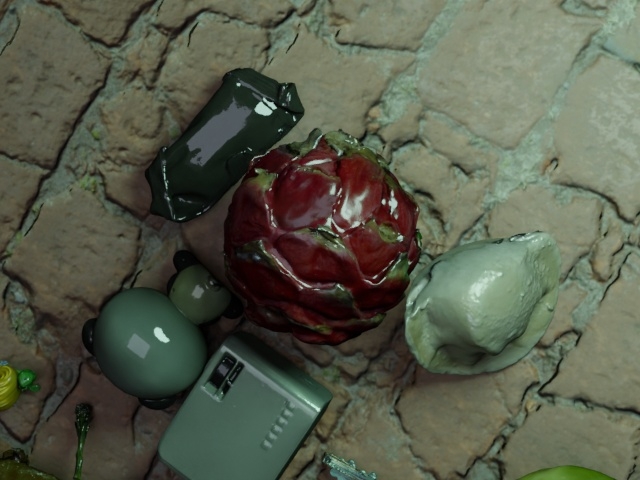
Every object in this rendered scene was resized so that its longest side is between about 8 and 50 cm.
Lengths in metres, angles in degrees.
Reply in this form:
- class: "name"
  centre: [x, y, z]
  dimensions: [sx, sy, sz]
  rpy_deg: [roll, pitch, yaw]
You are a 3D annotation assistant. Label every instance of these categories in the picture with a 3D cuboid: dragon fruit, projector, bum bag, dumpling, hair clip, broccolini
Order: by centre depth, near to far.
- class: "dragon fruit"
  centre: [0.003, 0.002, 1.635]
  dimensions: [0.329, 0.329, 0.329]
  rpy_deg: [1, 93, 12]
- class: "dumpling"
  centre: [0.262, 0.113, 1.664]
  dimensions: [0.243, 0.175, 0.227]
  rpy_deg: [-15, 117, 18]
- class: "hair clip"
  centre: [0.080, 0.404, 1.768]
  dimensions: [0.173, 0.049, 0.049]
  rpy_deg: [27, 98, 15]
- class: "projector"
  centre: [-0.128, 0.305, 1.778]
  dimensions: [0.198, 0.108, 0.250]
  rpy_deg: [34, 101, 9]
- class: "bum bag"
  centre: [-0.172, -0.161, 1.784]
  dimensions: [0.326, 0.080, 0.142]
  rpy_deg: [-43, 91, 8]
- class: "broccolini"
  centre: [-0.418, 0.348, 1.851]
  dimensions: [0.035, 0.030, 0.140]
  rpy_deg: [-12, 59, 21]

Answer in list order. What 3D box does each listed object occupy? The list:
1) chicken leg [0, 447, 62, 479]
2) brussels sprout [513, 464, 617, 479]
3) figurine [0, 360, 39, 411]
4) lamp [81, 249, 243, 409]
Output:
- class: "chicken leg"
  centre: [-0.504, 0.478, 1.851]
  dimensions: [0.361, 0.140, 0.212]
  rpy_deg: [14, 87, 15]
- class: "brussels sprout"
  centre: [0.356, 0.491, 1.595]
  dimensions: [0.344, 0.268, 0.344]
  rpy_deg: [4, 101, 23]
- class: "figurine"
  centre: [-0.573, 0.268, 1.895]
  dimensions: [0.156, 0.115, 0.095]
  rpy_deg: [-15, 55, -6]
- class: "lamp"
  centre: [-0.258, 0.146, 1.769]
  dimensions: [0.198, 0.198, 0.244]
  rpy_deg: [44, 83, 7]
